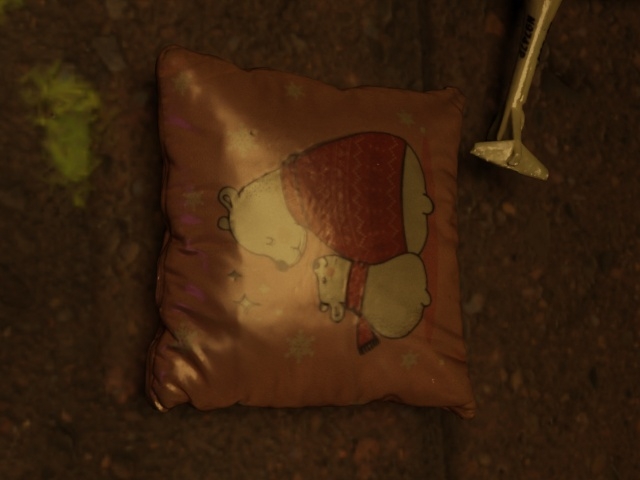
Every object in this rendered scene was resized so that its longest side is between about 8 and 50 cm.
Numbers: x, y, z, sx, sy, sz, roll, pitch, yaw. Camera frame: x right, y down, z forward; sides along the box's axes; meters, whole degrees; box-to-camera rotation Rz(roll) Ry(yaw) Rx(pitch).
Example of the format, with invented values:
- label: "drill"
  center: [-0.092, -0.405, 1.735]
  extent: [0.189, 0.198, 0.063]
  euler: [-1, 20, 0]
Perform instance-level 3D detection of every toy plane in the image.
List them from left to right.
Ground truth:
- label: "toy plane"
  center: [0.164, -0.189, 0.782]
  extent: [0.092, 0.108, 0.286]
  euler: [17, 91, -21]

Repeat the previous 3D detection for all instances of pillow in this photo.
- label: "pillow"
  center: [0.000, 0.000, 0.701]
  extent: [0.223, 0.084, 0.236]
  euler: [1, 86, -22]
